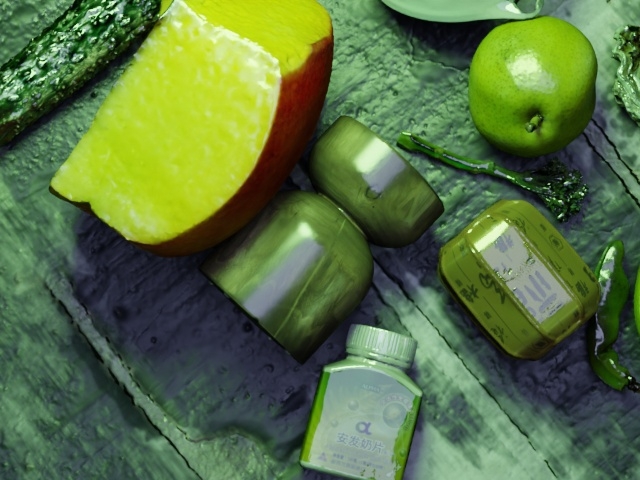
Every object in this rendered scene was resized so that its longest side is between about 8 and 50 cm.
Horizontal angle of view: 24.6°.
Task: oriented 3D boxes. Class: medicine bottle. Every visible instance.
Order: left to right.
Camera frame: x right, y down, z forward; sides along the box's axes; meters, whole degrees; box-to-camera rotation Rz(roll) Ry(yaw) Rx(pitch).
[{"bbox_3d":[0.057,0.205,1.825,0.132,0.088,0.188,14,83,2],"label":"medicine bottle"}]

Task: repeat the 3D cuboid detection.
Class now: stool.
[{"bbox_3d":[0.000,0.000,1.806,0.179,0.179,0.264,43,85,5],"label":"stool"}]

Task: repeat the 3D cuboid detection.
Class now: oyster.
[{"bbox_3d":[0.431,-0.196,1.898,0.125,0.064,0.177,0,72,-15],"label":"oyster"}]

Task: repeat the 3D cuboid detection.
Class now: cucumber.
[{"bbox_3d":[-0.349,-0.221,1.874,0.359,0.096,0.096,-40,85,-6],"label":"cucumber"}]

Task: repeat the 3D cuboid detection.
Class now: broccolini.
[{"bbox_3d":[0.222,-0.094,1.884,0.254,0.057,0.071,19,46,-1],"label":"broccolini"}]

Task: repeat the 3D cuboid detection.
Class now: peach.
[{"bbox_3d":[-0.127,-0.161,1.765,0.242,0.306,0.380,30,93,0],"label":"peach"}]

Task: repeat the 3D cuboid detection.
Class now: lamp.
[{"bbox_3d":[0.244,0.050,1.816,0.161,0.161,0.185,-40,82,-5],"label":"lamp"}]

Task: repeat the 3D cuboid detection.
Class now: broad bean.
[{"bbox_3d":[0.365,0.099,1.862,0.061,0.046,0.195,-7,79,12],"label":"broad bean"}]

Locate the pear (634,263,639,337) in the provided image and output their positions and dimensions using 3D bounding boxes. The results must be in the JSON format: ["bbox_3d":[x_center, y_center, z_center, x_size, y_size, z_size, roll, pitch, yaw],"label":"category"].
[{"bbox_3d":[0.465,0.092,1.768,0.139,0.239,0.288,-14,82,-2],"label":"pear"}]

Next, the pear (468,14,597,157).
[{"bbox_3d":[0.265,-0.177,1.816,0.166,0.180,0.216,12,39,-5],"label":"pear"}]

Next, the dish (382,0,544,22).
[{"bbox_3d":[0.175,-0.411,1.835,0.303,0.120,0.303,-7,57,12],"label":"dish"}]
